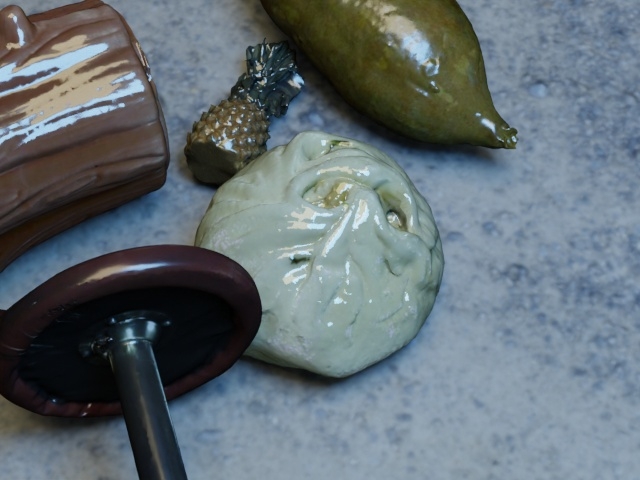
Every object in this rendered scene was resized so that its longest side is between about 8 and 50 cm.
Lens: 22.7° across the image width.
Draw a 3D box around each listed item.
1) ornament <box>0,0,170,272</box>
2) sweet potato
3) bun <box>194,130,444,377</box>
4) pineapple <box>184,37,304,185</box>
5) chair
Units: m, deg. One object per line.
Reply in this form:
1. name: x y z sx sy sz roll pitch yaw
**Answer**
1. ornament: -0.258 -0.091 1.366 0.217 0.221 0.235 -21 100 -17
2. sweet potato: 0.040 -0.206 1.452 0.158 0.158 0.370 -25 65 -14
3. bun: 0.000 0.000 1.329 0.231 0.133 0.231 0 56 0
4. pineapple: -0.065 -0.122 1.449 0.074 0.074 0.159 18 52 13
5. chair: -0.118 0.169 1.161 0.226 0.226 0.401 -15 58 -8
